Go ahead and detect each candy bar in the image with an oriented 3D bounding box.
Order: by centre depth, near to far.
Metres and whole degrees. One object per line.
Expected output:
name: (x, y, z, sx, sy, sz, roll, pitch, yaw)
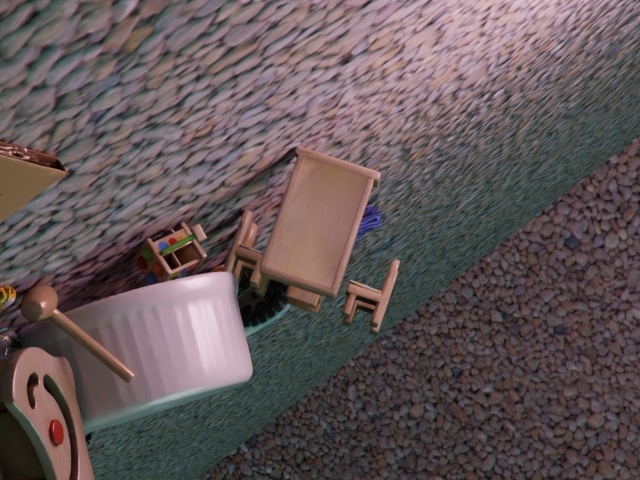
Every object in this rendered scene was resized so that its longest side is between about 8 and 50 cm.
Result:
candy bar: (-0.391, 0.099, 1.378, 0.161, 0.018, 0.040, -35, 172, 3)

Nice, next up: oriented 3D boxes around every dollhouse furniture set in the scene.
dollhouse furniture set: (0.000, 0.000, 1.664, 0.242, 0.212, 0.161, 85, 24, -78)

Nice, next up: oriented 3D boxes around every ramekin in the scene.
ramekin: (-0.217, 0.143, 1.576, 0.277, 0.135, 0.277, -17, 172, -2)

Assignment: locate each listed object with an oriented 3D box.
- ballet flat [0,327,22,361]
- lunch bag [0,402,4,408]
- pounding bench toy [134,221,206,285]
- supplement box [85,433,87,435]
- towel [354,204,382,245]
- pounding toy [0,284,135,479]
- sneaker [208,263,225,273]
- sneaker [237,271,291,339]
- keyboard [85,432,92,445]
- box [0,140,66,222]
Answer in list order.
ballet flat: (-0.413, 0.158, 1.449, 0.188, 0.070, 0.070, -26, 166, -34)
lunch bag: (-0.441, 0.306, 1.530, 0.235, 0.169, 0.287, -62, 174, -85)
pounding bench toy: (-0.178, 0.014, 1.546, 0.065, 0.052, 0.083, -26, 166, -36)
supplement box: (-0.411, 0.251, 1.720, 0.220, 0.111, 0.114, -35, 169, -1)
towel: (-0.045, 0.066, 2.182, 0.243, 0.040, 0.336, -27, 167, -31)
pounding toy: (-0.291, 0.186, 1.382, 0.155, 0.269, 0.154, -10, -176, 12)
sneaker: (-0.128, 0.044, 1.865, 0.083, 0.032, 0.037, -37, 168, 14)
sneaker: (-0.160, 0.129, 1.835, 0.283, 0.110, 0.122, -22, 165, 3)
keyboard: (-0.386, 0.317, 2.106, 0.108, 0.023, 0.180, -63, -171, 2)
box: (-0.326, -0.014, 1.084, 0.201, 0.021, 0.164, -37, 169, 9)
